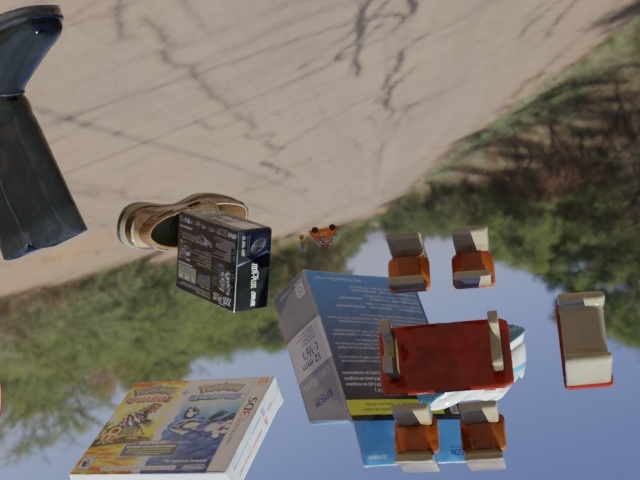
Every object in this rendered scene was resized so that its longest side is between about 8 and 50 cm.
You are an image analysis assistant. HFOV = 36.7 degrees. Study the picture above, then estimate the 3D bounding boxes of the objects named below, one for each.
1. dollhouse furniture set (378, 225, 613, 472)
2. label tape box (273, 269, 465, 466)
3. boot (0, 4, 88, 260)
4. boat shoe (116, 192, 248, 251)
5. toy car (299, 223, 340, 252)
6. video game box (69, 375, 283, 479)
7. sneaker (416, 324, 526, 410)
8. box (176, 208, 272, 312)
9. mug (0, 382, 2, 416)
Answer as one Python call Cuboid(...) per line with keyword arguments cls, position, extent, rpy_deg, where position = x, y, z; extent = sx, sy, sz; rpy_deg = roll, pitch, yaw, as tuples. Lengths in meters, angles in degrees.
Cuboid(cls="dollhouse furniture set", position=(0.195, 0.128, 1.101), extent=(0.259, 0.262, 0.135), rpy_deg=(-5, 157, 11))
Cuboid(cls="label tape box", position=(0.088, 0.226, 1.602), extent=(0.249, 0.348, 0.115), rpy_deg=(7, 144, -37))
Cuboid(cls="boot", position=(-0.579, -0.207, 1.937), extent=(0.367, 0.445, 0.146), rpy_deg=(-15, -177, 42))
Cuboid(cls="boat shoe", position=(-0.276, -0.028, 2.069), extent=(0.120, 0.122, 0.324), rpy_deg=(16, -160, 42))
Cuboid(cls="toy car", position=(0.000, 0.000, 1.766), extent=(0.060, 0.040, 0.122), rpy_deg=(-7, 172, -14))
Cuboid(cls="video game box", position=(-0.169, 0.237, 1.169), extent=(0.205, 0.048, 0.187), rpy_deg=(-6, -157, 19))
Cuboid(cls="sneaker", position=(0.245, 0.215, 1.508), extent=(0.229, 0.092, 0.087), rpy_deg=(-25, -156, -33))
Cuboid(cls="box", position=(-0.174, 0.032, 1.725), extent=(0.077, 0.147, 0.180), rpy_deg=(-7, -163, -42))
Cuboid(cls="mug", position=(-0.250, 0.106, 0.532), extent=(0.150, 0.113, 0.169), rpy_deg=(16, 151, -18))
